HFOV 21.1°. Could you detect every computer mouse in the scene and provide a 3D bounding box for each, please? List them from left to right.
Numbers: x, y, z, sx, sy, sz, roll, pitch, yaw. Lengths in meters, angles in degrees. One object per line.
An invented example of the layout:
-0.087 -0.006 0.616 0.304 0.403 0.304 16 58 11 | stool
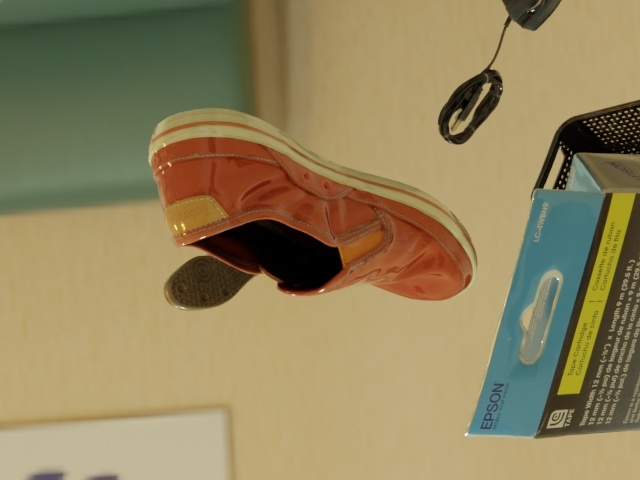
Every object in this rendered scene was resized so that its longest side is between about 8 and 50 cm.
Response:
0.183 -0.196 1.623 0.071 0.242 0.041 27 179 -45 | computer mouse

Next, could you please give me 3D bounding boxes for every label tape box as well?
0.283 0.049 1.605 0.348 0.249 0.115 1 -157 -29 | label tape box

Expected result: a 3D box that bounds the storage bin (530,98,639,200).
0.323 -0.072 1.795 0.084 0.122 0.180 41 149 -28 | storage bin

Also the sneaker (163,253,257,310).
-0.129 0.047 2.087 0.188 0.066 0.071 -26 179 -45 | sneaker

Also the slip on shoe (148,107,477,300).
0.000 0.000 1.299 0.123 0.101 0.331 -19 153 36 | slip on shoe
